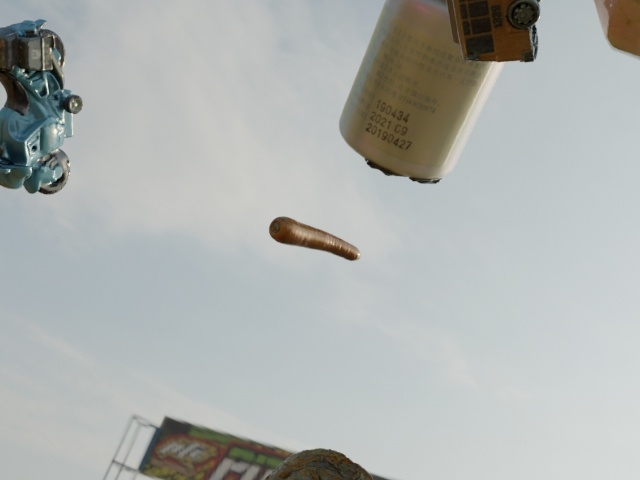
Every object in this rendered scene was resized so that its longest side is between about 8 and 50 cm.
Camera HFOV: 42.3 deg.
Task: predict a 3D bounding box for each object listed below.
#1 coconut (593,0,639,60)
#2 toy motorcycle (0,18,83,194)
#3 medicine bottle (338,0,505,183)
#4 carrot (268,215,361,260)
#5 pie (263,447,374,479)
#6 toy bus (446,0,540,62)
[{"bbox_3d":[0.496,-0.353,1.171,0.237,0.237,0.197,14,-47,14],"label":"coconut"},{"bbox_3d":[-0.454,-0.192,1.243,0.124,0.182,0.272,15,-69,32],"label":"toy motorcycle"},{"bbox_3d":[0.184,-0.298,1.310,0.214,0.213,0.378,23,-61,-1],"label":"medicine bottle"},{"bbox_3d":[0.000,0.000,1.158,0.037,0.037,0.190,-7,-15,41],"label":"carrot"},{"bbox_3d":[0.003,0.309,1.047,0.170,0.092,0.034,12,-30,36],"label":"pie"},{"bbox_3d":[0.191,-0.291,0.925,0.103,0.091,0.182,-4,-59,20],"label":"toy bus"}]
